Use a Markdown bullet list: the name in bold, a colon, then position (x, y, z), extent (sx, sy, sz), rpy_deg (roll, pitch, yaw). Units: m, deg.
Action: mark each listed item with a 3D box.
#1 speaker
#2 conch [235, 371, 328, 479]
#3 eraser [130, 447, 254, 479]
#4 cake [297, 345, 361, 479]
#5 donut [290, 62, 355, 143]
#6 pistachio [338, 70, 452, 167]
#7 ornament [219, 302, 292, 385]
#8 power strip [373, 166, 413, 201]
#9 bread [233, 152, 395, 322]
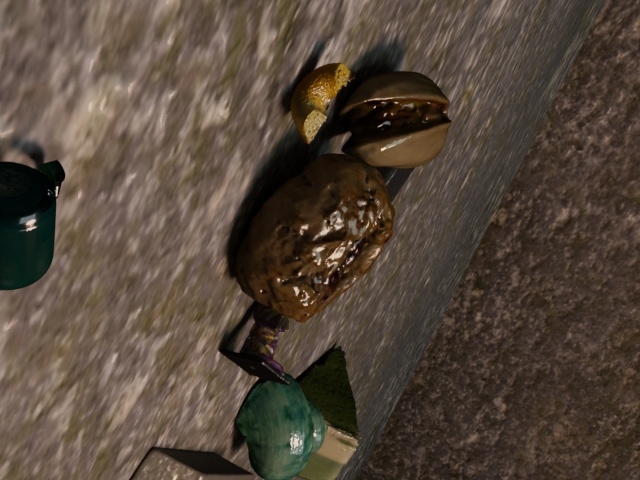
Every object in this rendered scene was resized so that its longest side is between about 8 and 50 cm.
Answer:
- **speaker**: position (-0.194, -0.017, 0.544), extent (0.094, 0.060, 0.075), rpy_deg (-42, 158, -47)
- **conch**: position (-0.059, 0.332, 1.450), extent (0.196, 0.134, 0.202), rpy_deg (-61, 163, 10)
- **eraser**: position (-0.196, 0.381, 1.236), extent (0.111, 0.077, 0.352), rpy_deg (-59, 164, -9)
- **cake**: position (-0.033, 0.327, 1.681), extent (0.283, 0.172, 0.158), rpy_deg (-95, -151, -56)
- **donut**: position (0.000, -0.155, 0.888), extent (0.083, 0.067, 0.038), rpy_deg (-29, 150, 14)
- **pistachio**: position (0.096, -0.158, 1.089), extent (0.206, 0.131, 0.129), rpy_deg (-14, 91, -53)
- **ornament**: position (-0.059, 0.091, 1.152), extent (0.081, 0.088, 0.203), rpy_deg (39, 68, -50)
- **power strip**: position (0.084, -0.097, 1.237), extent (0.256, 0.070, 0.105), rpy_deg (-54, 166, -11)
- **bread**: position (0.000, 0.000, 1.014), extent (0.230, 0.123, 0.230), rpy_deg (-45, 167, -13)
